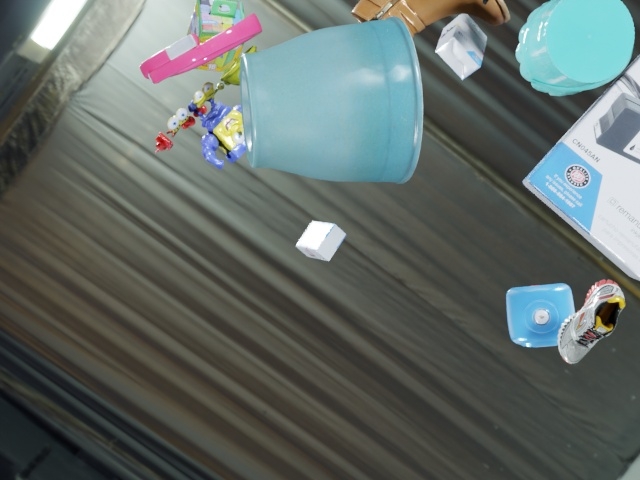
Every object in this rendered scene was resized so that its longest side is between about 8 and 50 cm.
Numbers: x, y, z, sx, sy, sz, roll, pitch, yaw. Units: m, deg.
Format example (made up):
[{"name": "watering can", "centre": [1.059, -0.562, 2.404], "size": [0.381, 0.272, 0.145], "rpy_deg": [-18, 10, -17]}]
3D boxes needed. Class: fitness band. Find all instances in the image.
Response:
[{"name": "fitness band", "centre": [-0.254, -0.404, 1.550], "size": [0.291, 0.054, 0.209], "rpy_deg": [-15, 15, 37]}]

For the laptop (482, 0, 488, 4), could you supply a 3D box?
[{"name": "laptop", "centre": [0.398, -0.468, 1.086], "size": [0.264, 0.136, 0.234], "rpy_deg": [-56, 1, -28]}]

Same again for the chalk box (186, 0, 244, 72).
[{"name": "chalk box", "centre": [-0.287, -0.588, 2.035], "size": [0.213, 0.132, 0.132], "rpy_deg": [130, 137, -58]}]

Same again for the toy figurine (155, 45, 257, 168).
[{"name": "toy figurine", "centre": [-0.221, -0.290, 1.838], "size": [0.362, 0.217, 0.191], "rpy_deg": [-51, 6, -24]}]

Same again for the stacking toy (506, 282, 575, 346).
[{"name": "stacking toy", "centre": [0.616, 0.194, 2.073], "size": [0.302, 0.175, 0.166], "rpy_deg": [-17, -80, -78]}]

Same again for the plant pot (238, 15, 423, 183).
[{"name": "plant pot", "centre": [0.003, -0.217, 1.183], "size": [0.271, 0.255, 0.271], "rpy_deg": [174, 90, -79]}]

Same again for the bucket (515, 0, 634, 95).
[{"name": "bucket", "centre": [0.683, -0.529, 1.948], "size": [0.281, 0.281, 0.183], "rpy_deg": [-53, 7, 2]}]

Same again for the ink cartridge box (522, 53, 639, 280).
[{"name": "ink cartridge box", "centre": [0.610, -0.162, 1.316], "size": [0.395, 0.285, 0.166], "rpy_deg": [-49, -9, 10]}]

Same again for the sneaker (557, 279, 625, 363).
[{"name": "sneaker", "centre": [0.646, 0.203, 1.745], "size": [0.093, 0.088, 0.225], "rpy_deg": [-90, 22, -68]}]

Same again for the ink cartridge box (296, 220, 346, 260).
[{"name": "ink cartridge box", "centre": [0.000, 0.000, 1.926], "size": [0.088, 0.052, 0.122], "rpy_deg": [-56, 28, -12]}]

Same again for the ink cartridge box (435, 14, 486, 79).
[{"name": "ink cartridge box", "centre": [0.358, -0.495, 1.836], "size": [0.061, 0.104, 0.181], "rpy_deg": [-34, 20, 37]}]

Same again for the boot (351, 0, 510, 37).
[{"name": "boot", "centre": [0.222, -0.473, 1.496], "size": [0.220, 0.283, 0.109], "rpy_deg": [-49, -9, -1]}]
